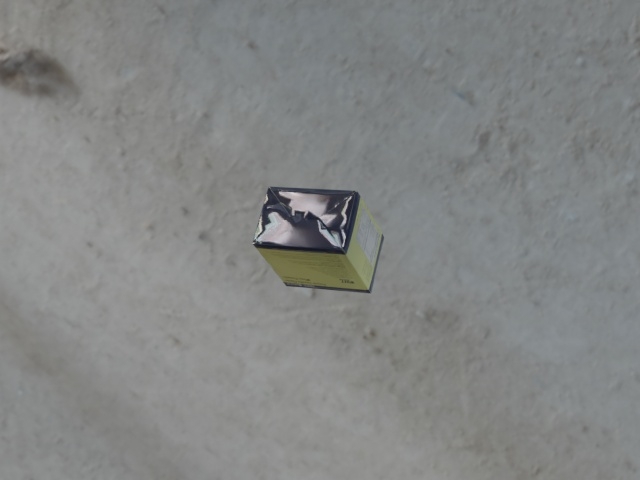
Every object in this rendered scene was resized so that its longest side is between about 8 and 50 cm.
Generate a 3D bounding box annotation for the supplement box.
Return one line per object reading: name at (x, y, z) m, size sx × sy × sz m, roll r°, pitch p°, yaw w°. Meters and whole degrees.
supplement box at (0.000, 0.000, 0.962) m, size 0.083 × 0.056 × 0.083 m, roll 4°, pitch 154°, yaw 23°
